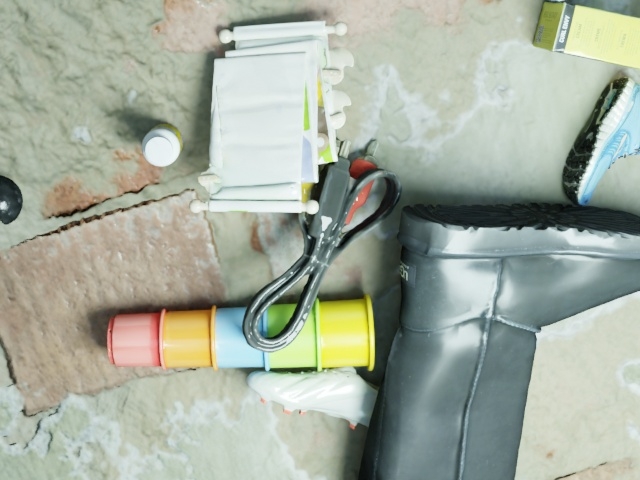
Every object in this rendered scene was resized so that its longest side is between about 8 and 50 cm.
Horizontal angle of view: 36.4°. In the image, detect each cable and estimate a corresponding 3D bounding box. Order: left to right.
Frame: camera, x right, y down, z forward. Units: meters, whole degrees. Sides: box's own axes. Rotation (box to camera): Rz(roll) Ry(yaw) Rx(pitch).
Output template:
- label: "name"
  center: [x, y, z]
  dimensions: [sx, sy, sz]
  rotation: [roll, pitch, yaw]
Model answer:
- label: "cable"
  center: [0.000, 0.000, 1.148]
  dimensions: [0.139, 0.072, 0.287]
  rotation: [20, 90, -20]

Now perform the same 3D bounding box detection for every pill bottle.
- label: "pill bottle"
  center: [-0.182, -0.109, 1.120]
  dimensions: [0.043, 0.083, 0.043]
  rotation: [-1, 103, -4]

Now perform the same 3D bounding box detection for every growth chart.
- label: "growth chart"
  center: [-0.052, -0.140, 1.110]
  dimensions: [0.172, 0.021, 0.237]
  rotation: [6, 84, 7]

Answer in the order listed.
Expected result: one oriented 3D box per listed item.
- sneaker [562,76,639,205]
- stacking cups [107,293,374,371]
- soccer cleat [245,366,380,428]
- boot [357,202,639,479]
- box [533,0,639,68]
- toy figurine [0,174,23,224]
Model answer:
- label: "sneaker"
  center: [0.353, -0.110, 1.170]
  dimensions: [0.073, 0.063, 0.162]
  rotation: [25, 100, -13]
- label: "stacking cups"
  center: [-0.095, 0.120, 1.172]
  dimensions: [0.316, 0.096, 0.096]
  rotation: [-3, 103, -4]
- label: "soccer cleat"
  center: [0.004, 0.183, 1.214]
  dimensions: [0.196, 0.068, 0.076]
  rotation: [17, 96, -15]
- label: "boot"
  center: [0.239, 0.183, 1.185]
  dimensions: [0.367, 0.146, 0.445]
  rotation: [2, 105, -13]
- label: "box"
  center: [0.374, -0.228, 1.133]
  dimensions: [0.232, 0.087, 0.058]
  rotation: [9, 104, -7]
- label: "toy figurine"
  center: [-0.423, -0.079, 1.047]
  dimensions: [0.148, 0.209, 0.213]
  rotation: [-16, 104, -6]
